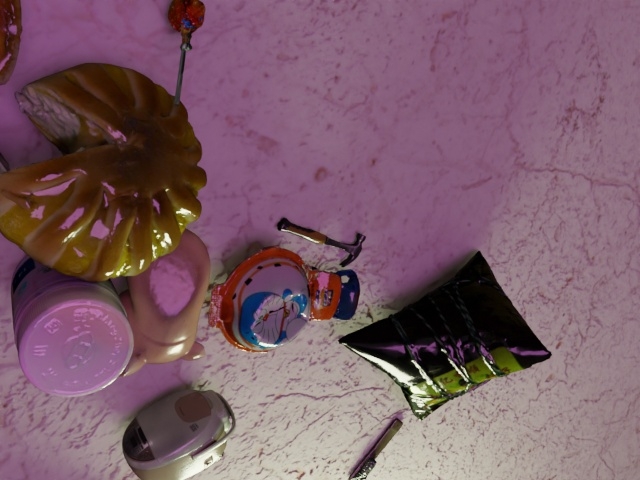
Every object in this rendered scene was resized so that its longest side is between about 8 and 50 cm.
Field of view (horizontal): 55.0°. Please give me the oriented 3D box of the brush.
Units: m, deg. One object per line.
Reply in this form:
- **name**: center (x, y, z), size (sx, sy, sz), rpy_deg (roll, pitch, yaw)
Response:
- **brush**: center (0.139, 0.515, 1.488), size (0.190, 0.028, 0.034), rpy_deg (-50, 125, -6)

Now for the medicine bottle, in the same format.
- **medicine bottle**: center (-0.379, 0.109, 0.924), size (0.152, 0.254, 0.152), rpy_deg (-10, 111, -26)

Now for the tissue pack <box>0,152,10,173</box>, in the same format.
- **tissue pack**: center (-0.532, -0.104, 0.857), size (0.149, 0.099, 0.106), rpy_deg (-33, 120, -15)

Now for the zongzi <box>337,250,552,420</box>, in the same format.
- **zongzi**: center (0.234, 0.207, 1.325), size (0.362, 0.319, 0.383), rpy_deg (32, 108, -35)

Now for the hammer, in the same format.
- **hammer**: center (0.000, 0.000, 1.233), size (0.201, 0.021, 0.078), rpy_deg (18, 98, -32)

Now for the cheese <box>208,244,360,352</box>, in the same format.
- **cheese**: center (-0.063, 0.112, 1.176), size (0.329, 0.129, 0.216), rpy_deg (0, 107, -36)

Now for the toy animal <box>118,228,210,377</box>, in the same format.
- **toy animal**: center (-0.264, 0.096, 1.042), size (0.167, 0.154, 0.250), rpy_deg (1, 107, -29)

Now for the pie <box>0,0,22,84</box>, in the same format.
- **pie**: center (-0.542, -0.290, 0.768), size (0.315, 0.092, 0.315), rpy_deg (-3, 99, -19)

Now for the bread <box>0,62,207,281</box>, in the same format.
- **bread**: center (-0.298, -0.104, 0.883), size (0.333, 0.160, 0.332), rpy_deg (15, 66, -38)

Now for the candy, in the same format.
- **candy**: center (-0.211, -0.293, 0.943), size (0.061, 0.060, 0.200), rpy_deg (14, 64, -32)

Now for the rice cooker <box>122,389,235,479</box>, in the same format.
- **rice cooker**: center (-0.262, 0.367, 1.149), size (0.206, 0.145, 0.127), rpy_deg (-19, 127, -26)
